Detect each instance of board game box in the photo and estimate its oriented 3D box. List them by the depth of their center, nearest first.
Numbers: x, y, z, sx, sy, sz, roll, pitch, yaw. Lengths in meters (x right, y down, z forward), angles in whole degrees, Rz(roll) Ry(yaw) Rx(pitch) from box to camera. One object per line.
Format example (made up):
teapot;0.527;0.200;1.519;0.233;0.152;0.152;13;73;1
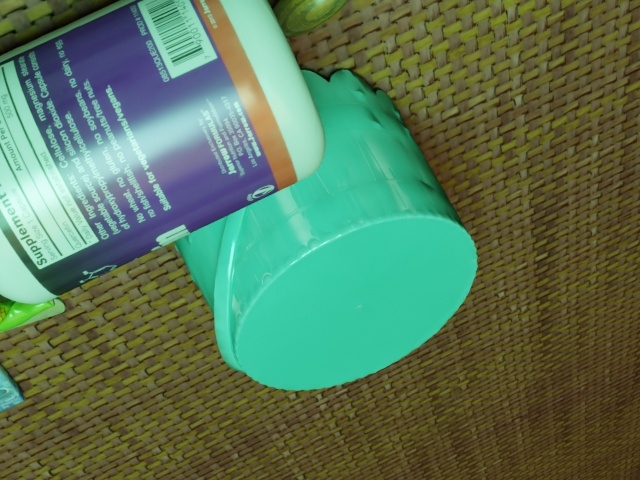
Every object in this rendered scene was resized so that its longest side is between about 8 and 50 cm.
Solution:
board game box;-0.369;0.158;1.020;0.090;0.020;0.090;-23;142;-6

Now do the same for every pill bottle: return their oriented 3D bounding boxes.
pill bottle;-0.171;-0.070;0.742;0.323;0.181;0.181;-26;143;-3

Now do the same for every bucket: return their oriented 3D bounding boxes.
bucket;0.000;0.000;0.930;0.281;0.183;0.281;-17;142;-14

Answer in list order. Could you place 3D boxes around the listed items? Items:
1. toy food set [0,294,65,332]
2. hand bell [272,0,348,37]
toy food set;-0.309;0.039;0.901;0.132;0.038;0.192;-19;142;-11
hand bell;0.050;-0.230;0.786;0.242;0.126;0.126;-29;145;23
